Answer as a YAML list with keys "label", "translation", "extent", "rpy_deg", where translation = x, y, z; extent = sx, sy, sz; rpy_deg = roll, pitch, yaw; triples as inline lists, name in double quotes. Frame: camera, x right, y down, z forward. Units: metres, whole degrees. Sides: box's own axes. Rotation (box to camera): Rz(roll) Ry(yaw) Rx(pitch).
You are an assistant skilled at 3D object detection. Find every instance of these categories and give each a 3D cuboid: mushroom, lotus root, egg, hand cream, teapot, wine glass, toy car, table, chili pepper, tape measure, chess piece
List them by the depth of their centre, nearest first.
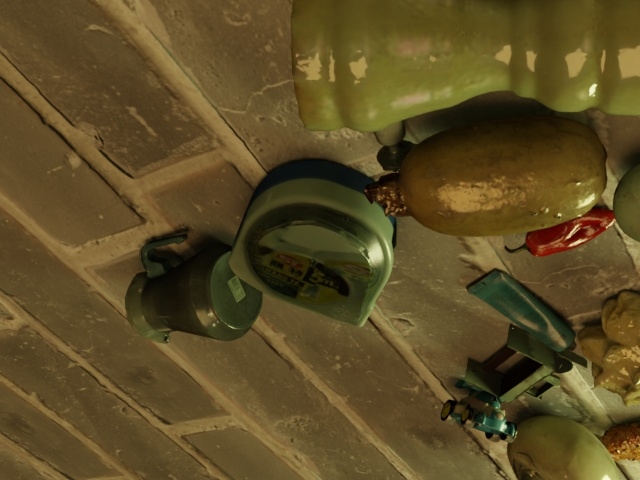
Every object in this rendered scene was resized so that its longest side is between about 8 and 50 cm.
- label: "chess piece"
  translation: [0.196, -0.239, 1.127]
  extent: [0.442, 0.234, 0.234]
  rpy_deg: [3, 139, 12]
- label: "egg"
  translation: [0.498, -0.056, 1.319]
  extent: [0.164, 0.131, 0.131]
  rpy_deg: [-9, 135, 15]
- label: "lotus root"
  translation: [0.232, -0.083, 1.321]
  extent: [0.342, 0.151, 0.169]
  rpy_deg: [-8, 137, 3]
- label: "wine glass"
  translation: [0.095, -0.177, 1.343]
  extent: [0.072, 0.072, 0.155]
  rpy_deg: [-4, 137, 20]
- label: "chili pepper"
  translation: [0.379, -0.009, 1.466]
  extent: [0.191, 0.050, 0.059]
  rpy_deg: [-22, 112, 26]
- label: "tape measure"
  translation: [-0.001, 0.002, 1.525]
  extent: [0.259, 0.138, 0.262]
  rpy_deg: [19, 140, -8]
- label: "hand cream"
  translation: [0.364, 0.129, 1.644]
  extent: [0.224, 0.048, 0.083]
  rpy_deg: [36, 135, -15]
- label: "teapot"
  translation: [-0.238, 0.089, 1.691]
  extent: [0.225, 0.171, 0.203]
  rpy_deg: [-11, 102, 36]
- label: "table"
  translation: [0.385, 0.245, 1.751]
  extent: [0.175, 0.062, 0.146]
  rpy_deg: [27, 138, -10]
- label: "toy car"
  translation: [0.315, 0.324, 1.796]
  extent: [0.126, 0.098, 0.161]
  rpy_deg: [21, 166, -8]
- label: "mushroom"
  translation: [0.464, 0.466, 1.850]
  extent: [0.202, 0.246, 0.246]
  rpy_deg: [-30, 140, -16]

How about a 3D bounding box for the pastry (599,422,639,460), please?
- label: "pastry"
  translation: [0.633, 0.392, 1.853]
  extent: [0.169, 0.063, 0.087]
  rpy_deg: [-18, 139, 26]

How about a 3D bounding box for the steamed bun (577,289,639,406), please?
- label: "steamed bun"
  translation: [0.604, 0.212, 1.595]
  extent: [0.292, 0.137, 0.295]
  rpy_deg: [-19, 128, 29]
